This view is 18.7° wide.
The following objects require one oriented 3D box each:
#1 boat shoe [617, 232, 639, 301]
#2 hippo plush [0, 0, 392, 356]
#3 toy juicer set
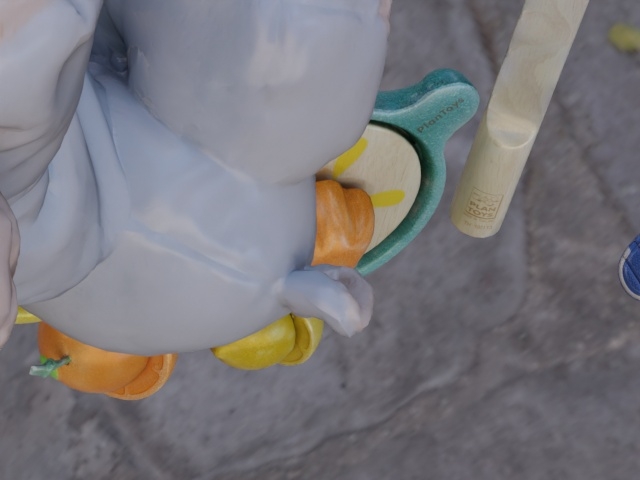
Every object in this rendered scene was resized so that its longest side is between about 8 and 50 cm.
[{"bbox_3d":[0.300,-0.003,1.428,0.183,0.066,0.066,-25,83,-5],"label":"boat shoe"},{"bbox_3d":[-0.078,-0.020,0.564,0.236,0.234,0.294,7,110,-36],"label":"hippo plush"},{"bbox_3d":[0.000,0.000,0.949,0.329,0.209,0.089,-20,54,-5],"label":"toy juicer set"}]
